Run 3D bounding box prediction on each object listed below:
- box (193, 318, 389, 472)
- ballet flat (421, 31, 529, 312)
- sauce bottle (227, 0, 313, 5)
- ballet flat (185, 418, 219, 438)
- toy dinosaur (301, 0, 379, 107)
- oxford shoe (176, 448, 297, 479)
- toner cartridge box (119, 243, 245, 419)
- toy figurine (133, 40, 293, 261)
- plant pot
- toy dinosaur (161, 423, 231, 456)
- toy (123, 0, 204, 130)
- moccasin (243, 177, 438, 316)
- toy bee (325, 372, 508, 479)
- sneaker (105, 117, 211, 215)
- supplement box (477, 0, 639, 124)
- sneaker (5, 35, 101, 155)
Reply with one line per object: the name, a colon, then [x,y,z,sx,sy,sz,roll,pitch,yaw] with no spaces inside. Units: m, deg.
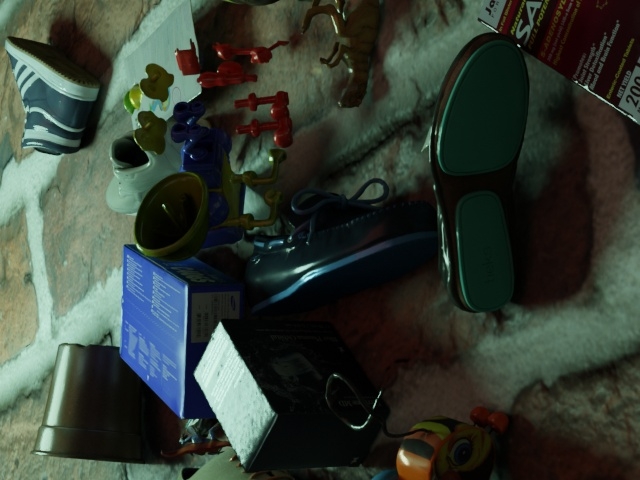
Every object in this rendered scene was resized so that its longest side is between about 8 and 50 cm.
box: [-0.034,0.172,1.391,0.158,0.156,0.093,55,128,41]
ballet flat: [0.140,-0.067,1.190,0.096,0.095,0.280,-128,37,-64]
sauce bottle: [-0.100,-0.355,1.567,0.344,0.111,0.111,23,106,51]
ballet flat: [-0.143,0.220,1.648,0.041,0.041,0.114,55,130,41]
toy dinosaur: [0.043,-0.259,1.408,0.064,0.112,0.212,-58,-17,-73]
oxford shoe: [-0.084,0.311,1.472,0.397,0.140,0.147,-22,63,49]
toner cartridge box: [-0.187,0.108,1.606,0.348,0.075,0.165,-159,71,-67]
toy figurine: [-0.113,-0.058,1.537,0.217,0.191,0.363,78,-173,-46]
plant pot: [-0.330,0.238,1.809,0.167,0.167,0.165,-8,74,54]
toy dinosaur: [-0.145,0.274,1.615,0.082,0.090,0.047,1,118,44]
toy: [-0.208,-0.233,1.751,0.237,0.056,0.137,-24,72,54]
moccasin: [0.000,0.000,1.373,0.342,0.137,0.117,-23,70,51]
toy bee: [0.129,0.241,1.193,0.195,0.162,0.298,36,141,41]
sneaker: [-0.261,-0.111,1.759,0.262,0.121,0.099,-32,61,49]
supplement box: [0.252,-0.205,1.091,0.239,0.073,0.130,45,124,47]
sneaker: [-0.470,-0.240,2.082,0.282,0.099,0.153,36,115,46]
